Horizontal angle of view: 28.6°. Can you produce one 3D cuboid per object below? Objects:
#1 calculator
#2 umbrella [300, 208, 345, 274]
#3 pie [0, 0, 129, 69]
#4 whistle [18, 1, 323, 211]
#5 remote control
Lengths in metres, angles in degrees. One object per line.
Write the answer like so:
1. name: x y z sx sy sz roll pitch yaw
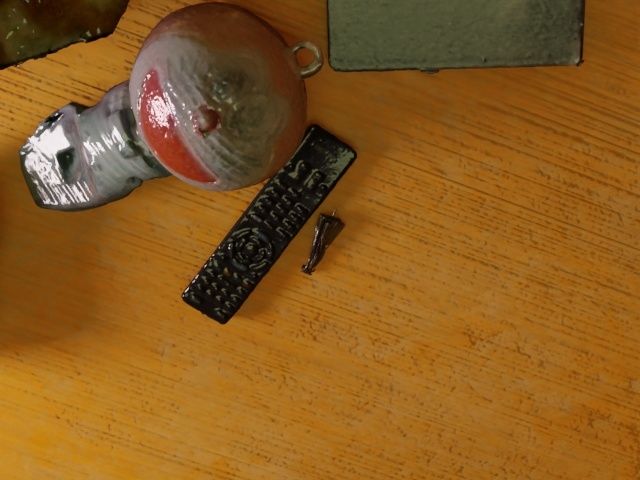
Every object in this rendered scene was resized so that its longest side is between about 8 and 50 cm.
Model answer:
1. calculator: 0.130 -0.243 1.220 0.261 0.021 0.161 0 112 1
2. umbrella: 0.001 0.001 1.319 0.031 0.020 0.083 1 118 -43
3. pie: -0.303 -0.295 1.106 0.354 0.103 0.288 -25 118 -23
4. whistle: -0.154 -0.109 1.205 0.348 0.189 0.189 -22 110 20
5. remote control: -0.056 -0.014 1.309 0.063 0.025 0.245 35 107 -14
